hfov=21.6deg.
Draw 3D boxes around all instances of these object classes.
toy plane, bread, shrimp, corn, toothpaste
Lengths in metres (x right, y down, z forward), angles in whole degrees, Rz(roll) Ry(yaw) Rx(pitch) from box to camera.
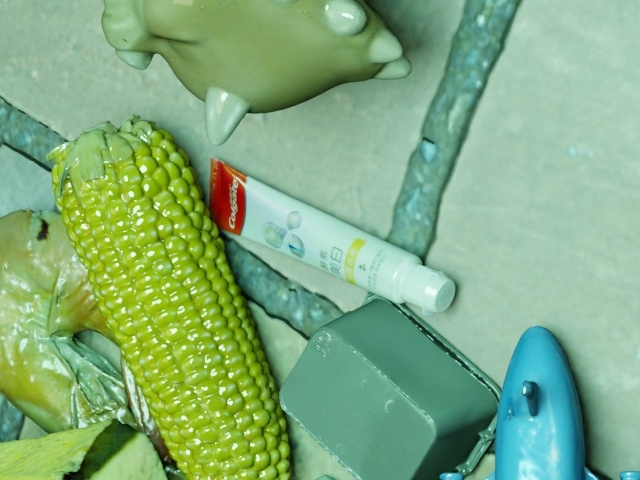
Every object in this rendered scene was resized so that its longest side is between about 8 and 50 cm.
[{"bbox_3d":[0.119,0.180,0.912,0.254,0.105,0.271,-3,82,12],"label":"toy plane"},{"bbox_3d":[-0.219,0.240,1.096,0.264,0.163,0.167,-15,110,32],"label":"bread"},{"bbox_3d":[-0.149,0.090,1.138,0.145,0.061,0.267,-47,71,24],"label":"shrimp"},{"bbox_3d":[-0.092,0.046,1.064,0.091,0.091,0.260,164,84,-77],"label":"corn"},{"bbox_3d":[0.000,0.000,1.031,0.190,0.031,0.048,24,124,33],"label":"toothpaste"}]

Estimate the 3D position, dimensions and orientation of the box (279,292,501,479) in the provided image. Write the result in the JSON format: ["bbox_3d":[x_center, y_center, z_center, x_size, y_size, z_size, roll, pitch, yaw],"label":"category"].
[{"bbox_3d":[0.039,0.095,0.997,0.122,0.069,0.084,40,118,22],"label":"box"}]

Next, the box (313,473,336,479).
[{"bbox_3d":[-0.004,0.281,1.055,0.129,0.086,0.225,32,116,25],"label":"box"}]

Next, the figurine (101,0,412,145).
[{"bbox_3d":[-0.001,-0.167,0.921,0.177,0.247,0.173,27,154,54],"label":"figurine"}]
